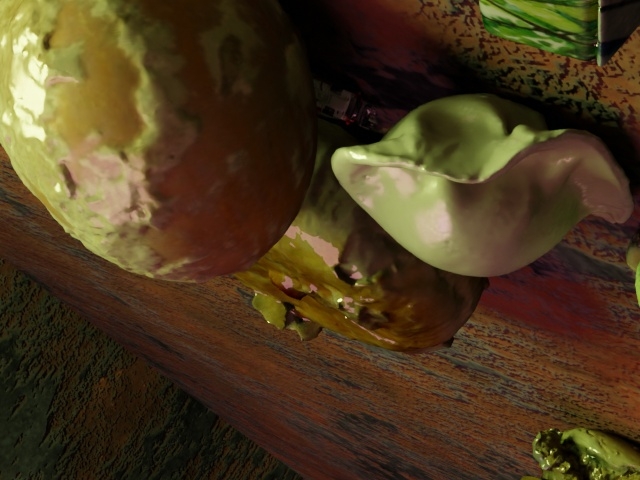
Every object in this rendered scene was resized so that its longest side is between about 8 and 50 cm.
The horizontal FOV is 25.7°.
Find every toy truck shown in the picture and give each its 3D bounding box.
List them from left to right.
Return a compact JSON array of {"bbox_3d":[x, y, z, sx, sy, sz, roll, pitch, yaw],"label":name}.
[{"bbox_3d":[-0.001,-0.097,0.925,0.083,0.024,0.032,26,-173,30],"label":"toy truck"}]

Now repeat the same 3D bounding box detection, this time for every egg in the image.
[{"bbox_3d":[-0.096,-0.081,0.847,0.233,0.195,0.195,52,159,-23],"label":"egg"}]

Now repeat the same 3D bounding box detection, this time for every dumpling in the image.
[{"bbox_3d":[0.101,-0.033,0.783,0.169,0.100,0.134,37,151,-27],"label":"dumpling"}]

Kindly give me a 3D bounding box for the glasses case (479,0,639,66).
[{"bbox_3d":[0.081,-0.158,0.398,0.062,0.095,0.272,22,164,19],"label":"glasses case"}]

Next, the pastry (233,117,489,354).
[{"bbox_3d":[0.005,0.003,1.053,0.257,0.121,0.235,36,165,-18],"label":"pastry"}]

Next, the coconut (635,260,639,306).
[{"bbox_3d":[0.218,0.030,0.772,0.087,0.088,0.096,22,147,35],"label":"coconut"}]

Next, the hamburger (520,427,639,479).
[{"bbox_3d":[0.261,0.242,1.340,0.185,0.131,0.159,45,171,-23],"label":"hamburger"}]

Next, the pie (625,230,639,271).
[{"bbox_3d":[0.225,0.021,0.857,0.084,0.020,0.084,32,167,9],"label":"pie"}]
